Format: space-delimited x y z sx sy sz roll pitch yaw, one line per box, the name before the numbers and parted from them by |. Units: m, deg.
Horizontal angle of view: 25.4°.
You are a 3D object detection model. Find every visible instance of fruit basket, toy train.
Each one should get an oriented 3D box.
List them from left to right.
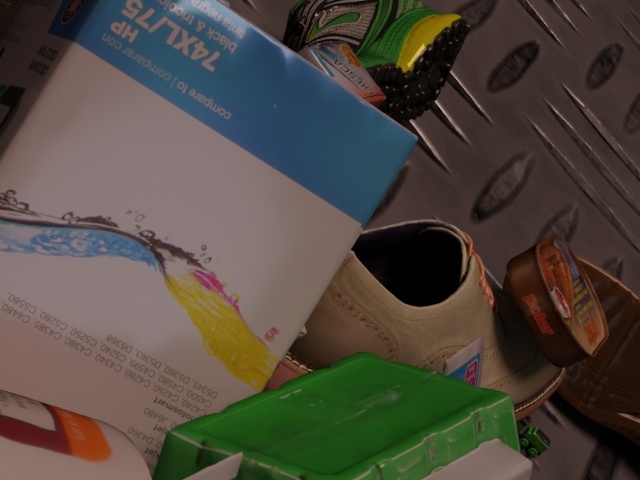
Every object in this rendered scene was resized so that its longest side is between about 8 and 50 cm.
fruit basket | 0.015 0.254 0.788 0.327 0.165 0.353 -14 107 -55
toy train | 0.177 0.163 1.296 0.083 0.024 0.017 47 33 -6

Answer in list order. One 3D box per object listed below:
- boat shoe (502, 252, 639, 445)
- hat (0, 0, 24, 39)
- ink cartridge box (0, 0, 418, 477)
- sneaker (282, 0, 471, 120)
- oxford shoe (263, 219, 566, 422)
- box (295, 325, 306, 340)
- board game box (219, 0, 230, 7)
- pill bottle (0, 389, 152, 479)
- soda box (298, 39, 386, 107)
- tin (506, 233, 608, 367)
boat shoe | 0.311 0.131 1.430 0.342 0.123 0.123 39 4 -7
hat | -0.307 -0.243 0.945 0.331 0.134 0.331 20 31 -12
ink cartridge box | -0.122 -0.007 0.830 0.197 0.270 0.198 32 -2 -25
sneaker | 0.006 -0.153 1.346 0.146 0.134 0.343 30 33 15
oxford shoe | 0.107 0.065 1.177 0.397 0.146 0.140 4 38 -50
box | -0.116 -0.029 1.052 0.094 0.113 0.275 19 44 -53
board game box | -0.156 -0.227 1.286 0.154 0.026 0.103 36 36 -21
pill bottle | -0.285 0.130 0.575 0.392 0.224 0.224 22 42 -25
soda box | -0.035 -0.080 1.138 0.063 0.183 0.058 54 33 10
tin | 0.208 0.053 1.239 0.106 0.040 0.190 60 18 5
